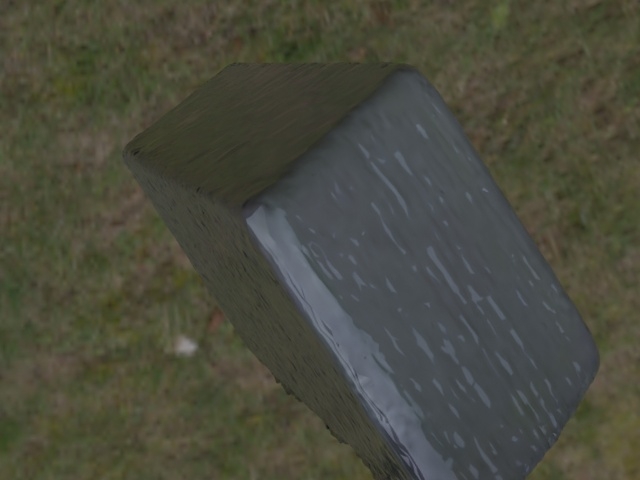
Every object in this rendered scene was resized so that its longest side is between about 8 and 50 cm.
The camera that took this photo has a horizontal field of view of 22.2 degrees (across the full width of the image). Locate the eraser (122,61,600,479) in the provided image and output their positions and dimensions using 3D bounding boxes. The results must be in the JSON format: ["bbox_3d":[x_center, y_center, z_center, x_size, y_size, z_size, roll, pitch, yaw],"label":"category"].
[{"bbox_3d":[0.001,0.000,0.580,0.077,0.352,0.111,-33,102,-7],"label":"eraser"}]
